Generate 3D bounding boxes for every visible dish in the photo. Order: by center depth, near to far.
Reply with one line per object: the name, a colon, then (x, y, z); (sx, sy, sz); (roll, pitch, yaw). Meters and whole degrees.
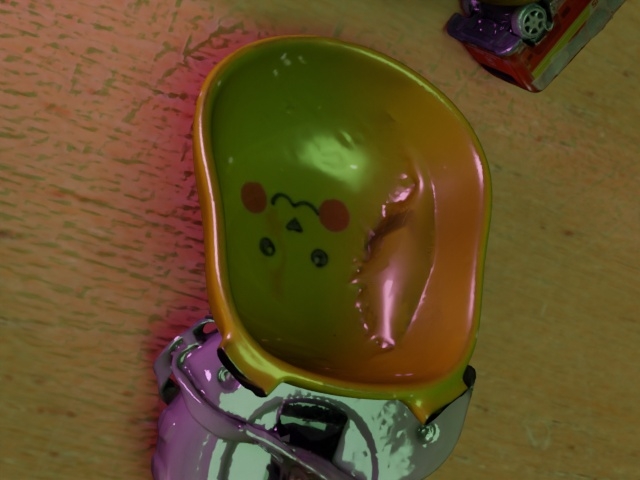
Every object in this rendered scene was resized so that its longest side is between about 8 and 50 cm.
dish: (0.000, 0.000, 0.848); (0.221, 0.108, 0.262); (10, 66, -24)

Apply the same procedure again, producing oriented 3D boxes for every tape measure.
tape measure: (-0.021, 0.162, 0.919); (0.236, 0.120, 0.197); (14, 92, -19)

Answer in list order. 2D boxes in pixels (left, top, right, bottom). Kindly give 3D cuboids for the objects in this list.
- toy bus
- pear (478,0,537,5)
toy bus: (0.183, -0.192, 0.926); (0.174, 0.079, 0.077); (-47, 127, -5)
pear: (0.119, -0.256, 0.811); (0.200, 0.200, 0.200); (-7, 109, -22)
